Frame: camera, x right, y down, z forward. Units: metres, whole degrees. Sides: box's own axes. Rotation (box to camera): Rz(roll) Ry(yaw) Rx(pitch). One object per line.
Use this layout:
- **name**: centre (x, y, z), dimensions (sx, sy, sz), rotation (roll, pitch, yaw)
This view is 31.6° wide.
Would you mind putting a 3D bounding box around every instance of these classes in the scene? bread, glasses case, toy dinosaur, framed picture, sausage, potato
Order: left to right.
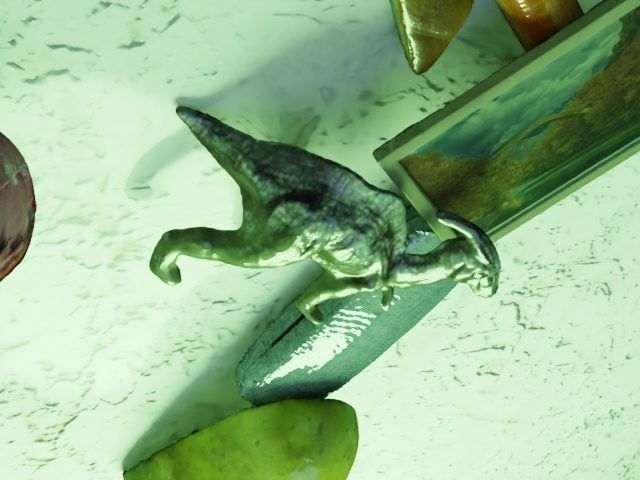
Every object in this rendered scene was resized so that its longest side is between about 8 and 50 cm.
- **potato**: centre (-0.068, 0.249, 1.129), dimensions (0.272, 0.111, 0.160), rotation (-31, 148, 33)
- **toy dinosaur**: centre (0.001, -0.005, 0.898), dimensions (0.294, 0.077, 0.162), rotation (17, 136, -25)
- **glasses case**: centre (0.033, 0.068, 1.049), dimensions (0.109, 0.067, 0.282), rotation (18, 124, -45)
- **bread**: centre (0.078, -0.172, 0.803), dimensions (0.062, 0.043, 0.109), rotation (-24, 141, 3)
- **sausage**: centre (0.154, -0.181, 0.825), dimensions (0.053, 0.053, 0.348), rotation (-33, 142, 11)
- **framed picture**: centre (0.181, -0.089, 0.891), dimensions (0.250, 0.016, 0.184), rotation (-33, 143, 9)

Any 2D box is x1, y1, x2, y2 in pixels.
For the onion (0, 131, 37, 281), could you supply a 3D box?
- **onion**: centre (-0.270, -0.021, 0.715), dimensions (0.177, 0.153, 0.177), rotation (-22, 153, -11)
